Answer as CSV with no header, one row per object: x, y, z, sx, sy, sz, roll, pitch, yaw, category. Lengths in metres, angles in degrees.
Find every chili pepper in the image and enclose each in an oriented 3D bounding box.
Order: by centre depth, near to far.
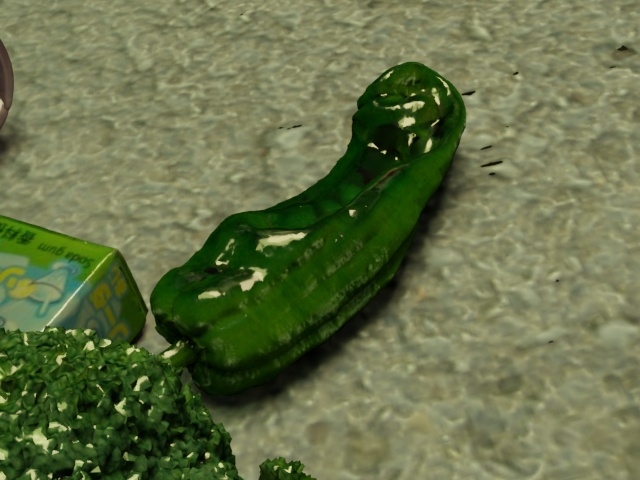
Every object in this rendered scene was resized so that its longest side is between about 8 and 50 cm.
-0.003,-0.005,0.660,0.100,0.074,0.257,26,49,28,chili pepper

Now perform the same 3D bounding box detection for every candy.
-0.182,0.075,0.619,0.097,0.062,0.194,16,51,26,candy

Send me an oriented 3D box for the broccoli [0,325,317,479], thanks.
-0.094,0.164,0.410,0.241,0.261,0.269,5,81,50,broccoli

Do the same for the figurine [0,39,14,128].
-0.277,-0.081,0.785,0.157,0.126,0.114,-15,80,33,figurine
